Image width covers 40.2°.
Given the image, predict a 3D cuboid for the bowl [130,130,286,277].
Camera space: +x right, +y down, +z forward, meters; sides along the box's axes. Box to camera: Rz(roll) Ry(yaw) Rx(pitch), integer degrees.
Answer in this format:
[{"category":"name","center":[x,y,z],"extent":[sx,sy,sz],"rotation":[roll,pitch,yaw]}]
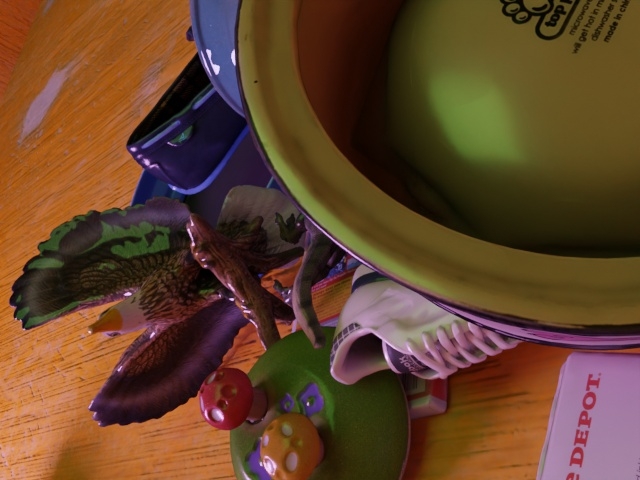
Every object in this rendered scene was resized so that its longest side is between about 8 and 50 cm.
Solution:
[{"category":"bowl","center":[-0.120,-0.090,1.137],"extent":[0.391,0.077,0.391],"rotation":[-35,40,37]}]

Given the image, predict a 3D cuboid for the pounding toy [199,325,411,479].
[{"category":"pounding toy","center":[-0.032,0.179,0.711],"extent":[0.183,0.110,0.237],"rotation":[-11,69,37]}]

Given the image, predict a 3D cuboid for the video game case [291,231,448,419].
[{"category":"video game case","center":[0.047,0.044,0.842],"extent":[0.204,0.025,0.285],"rotation":[-25,47,44]}]

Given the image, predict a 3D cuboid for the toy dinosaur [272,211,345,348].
[{"category":"toy dinosaur","center":[0.000,0.000,0.801],"extent":[0.118,0.064,0.268],"rotation":[-36,26,47]}]

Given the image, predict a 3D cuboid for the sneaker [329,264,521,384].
[{"category":"sneaker","center":[0.110,0.058,0.646],"extent":[0.235,0.090,0.095],"rotation":[-18,31,40]}]

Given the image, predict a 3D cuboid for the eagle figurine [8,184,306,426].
[{"category":"eagle figurine","center":[-0.168,0.063,0.923],"extent":[0.298,0.225,0.226],"rotation":[-24,58,46]}]

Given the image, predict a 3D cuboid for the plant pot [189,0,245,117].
[{"category":"plant pot","center":[0.061,-0.225,0.834],"extent":[0.255,0.271,0.272],"rotation":[17,80,43]}]

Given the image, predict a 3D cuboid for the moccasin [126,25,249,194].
[{"category":"moccasin","center":[-0.106,-0.214,1.028],"extent":[0.342,0.117,0.138],"rotation":[-59,32,3]}]

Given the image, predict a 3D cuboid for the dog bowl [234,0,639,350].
[{"category":"dog bowl","center":[0.164,-0.116,0.528],"extent":[0.408,0.150,0.408],"rotation":[-6,65,13]}]

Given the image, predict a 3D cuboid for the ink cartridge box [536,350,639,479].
[{"category":"ink cartridge box","center":[0.221,0.143,0.457],"extent":[0.208,0.087,0.153],"rotation":[-5,61,54]}]
